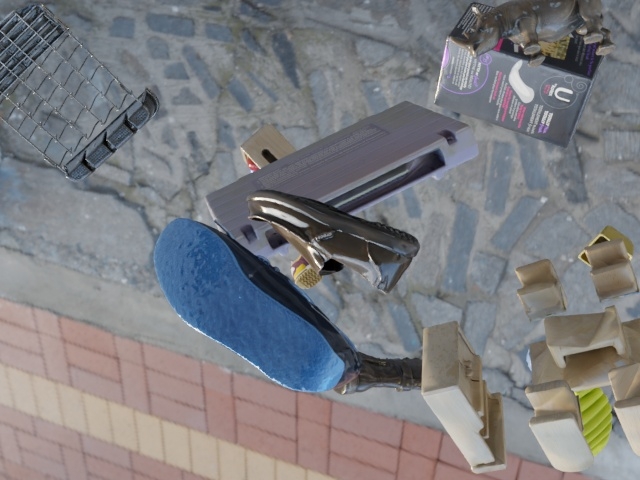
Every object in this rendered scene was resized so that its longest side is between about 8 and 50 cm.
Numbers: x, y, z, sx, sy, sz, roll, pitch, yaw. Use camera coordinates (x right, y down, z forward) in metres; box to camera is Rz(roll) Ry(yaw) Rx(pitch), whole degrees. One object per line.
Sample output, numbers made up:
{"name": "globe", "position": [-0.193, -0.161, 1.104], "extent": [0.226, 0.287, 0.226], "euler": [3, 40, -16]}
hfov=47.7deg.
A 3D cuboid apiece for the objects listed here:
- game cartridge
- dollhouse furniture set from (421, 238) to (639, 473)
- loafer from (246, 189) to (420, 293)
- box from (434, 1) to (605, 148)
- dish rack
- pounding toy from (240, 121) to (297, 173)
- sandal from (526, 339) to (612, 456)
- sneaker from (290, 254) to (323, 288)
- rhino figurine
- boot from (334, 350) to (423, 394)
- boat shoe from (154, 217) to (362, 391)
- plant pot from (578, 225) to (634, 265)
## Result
{"name": "game cartridge", "position": [0.017, -0.088, 1.028], "extent": [0.355, 0.230, 0.068], "euler": [-26, 110, -7]}
{"name": "dollhouse furniture set", "position": [0.416, 0.252, 1.307], "extent": [0.394, 0.362, 0.256], "euler": [-18, 126, 24]}
{"name": "loafer", "position": [0.000, 0.000, 0.807], "extent": [0.220, 0.080, 0.078], "euler": [21, 97, 31]}
{"name": "box", "position": [0.373, -0.314, 1.361], "extent": [0.270, 0.143, 0.165], "euler": [23, 142, 16]}
{"name": "dish rack", "position": [-0.425, -0.239, 1.179], "extent": [0.208, 0.074, 0.271], "euler": [-40, 118, 10]}
{"name": "pounding toy", "position": [-0.083, -0.124, 1.327], "extent": [0.100, 0.130, 0.141], "euler": [-42, 85, -6]}
{"name": "sandal", "position": [0.559, 0.344, 1.642], "extent": [0.138, 0.126, 0.318], "euler": [-3, 104, 63]}
{"name": "sneaker", "position": [0.009, 0.022, 1.567], "extent": [0.185, 0.084, 0.069], "euler": [-35, 136, 14]}
{"name": "rhino figurine", "position": [0.319, -0.325, 1.107], "extent": [0.243, 0.073, 0.106], "euler": [-8, 70, 4]}
{"name": "boot", "position": [0.124, 0.284, 1.613], "extent": [0.228, 0.263, 0.091], "euler": [3, 104, -19]}
{"name": "boat shoe", "position": [-0.069, 0.071, 0.716], "extent": [0.258, 0.089, 0.109], "euler": [42, 104, 31]}
{"name": "plant pot", "position": [0.619, 0.016, 1.548], "extent": [0.081, 0.083, 0.081], "euler": [39, 134, 9]}
